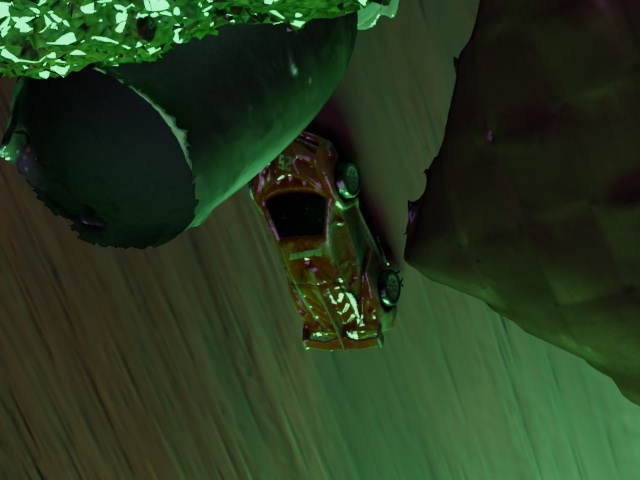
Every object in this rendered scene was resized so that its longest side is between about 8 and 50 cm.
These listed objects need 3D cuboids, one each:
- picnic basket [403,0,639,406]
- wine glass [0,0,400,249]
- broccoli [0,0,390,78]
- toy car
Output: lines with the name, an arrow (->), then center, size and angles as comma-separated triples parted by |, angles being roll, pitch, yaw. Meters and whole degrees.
picnic basket -> 0.225, -0.053, 0.591 | 0.321, 0.291, 0.254 | 27, 131, 20
wine glass -> -0.046, -0.087, 0.748 | 0.111, 0.204, 0.111 | 16, 132, 19
broccoli -> -0.066, -0.225, 0.543 | 0.413, 0.310, 0.321 | -4, 165, -24
toy car -> 0.000, 0.000, 0.900 | 0.059, 0.035, 0.122 | -3, 125, 31
